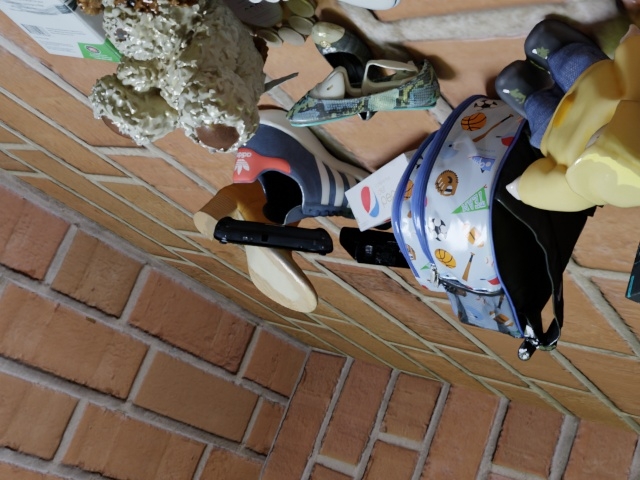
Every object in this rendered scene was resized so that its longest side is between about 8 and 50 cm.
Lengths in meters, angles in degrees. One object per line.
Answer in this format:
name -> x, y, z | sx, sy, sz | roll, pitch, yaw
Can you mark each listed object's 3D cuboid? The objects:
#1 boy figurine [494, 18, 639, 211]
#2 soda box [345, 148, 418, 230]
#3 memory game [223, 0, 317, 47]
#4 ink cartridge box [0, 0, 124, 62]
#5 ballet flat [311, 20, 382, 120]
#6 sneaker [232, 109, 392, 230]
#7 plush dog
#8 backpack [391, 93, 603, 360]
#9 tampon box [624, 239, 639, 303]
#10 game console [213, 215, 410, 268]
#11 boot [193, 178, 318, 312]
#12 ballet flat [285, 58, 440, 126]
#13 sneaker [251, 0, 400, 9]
boy figurine -> 0.223, -0.096, 0.654 | 0.092, 0.177, 0.285 | 30, -153, -12
soda box -> 0.118, -0.078, 1.170 | 0.069, 0.074, 0.216 | -20, 176, -23
memory game -> -0.089, -0.290, 0.915 | 0.186, 0.012, 0.186 | 21, 165, 6
ink cartridge box -> -0.352, -0.330, 0.993 | 0.153, 0.087, 0.208 | 14, 164, 27
ballet flat -> 0.038, -0.209, 0.944 | 0.057, 0.049, 0.173 | 9, 161, 34
sneaker -> -0.011, -0.073, 1.295 | 0.350, 0.148, 0.131 | 32, 162, -34
plush dog -> -0.165, -0.244, 0.869 | 0.262, 0.211, 0.225 | 13, 145, 42
backpack -> 0.214, -0.045, 0.929 | 0.213, 0.276, 0.263 | 12, 149, 29
tampon box -> 0.493, 0.027, 0.996 | 0.101, 0.120, 0.161 | 22, 165, 1
game console -> 0.000, 0.000, 1.308 | 0.361, 0.044, 0.213 | 7, -174, -6
boot -> -0.073, -0.013, 1.443 | 0.295, 0.211, 0.104 | 39, 133, 11
ballet flat -> 0.047, -0.183, 0.916 | 0.188, 0.070, 0.070 | -9, 161, 4
sneaker -> -0.043, -0.273, 0.754 | 0.258, 0.091, 0.094 | 22, 165, 1
